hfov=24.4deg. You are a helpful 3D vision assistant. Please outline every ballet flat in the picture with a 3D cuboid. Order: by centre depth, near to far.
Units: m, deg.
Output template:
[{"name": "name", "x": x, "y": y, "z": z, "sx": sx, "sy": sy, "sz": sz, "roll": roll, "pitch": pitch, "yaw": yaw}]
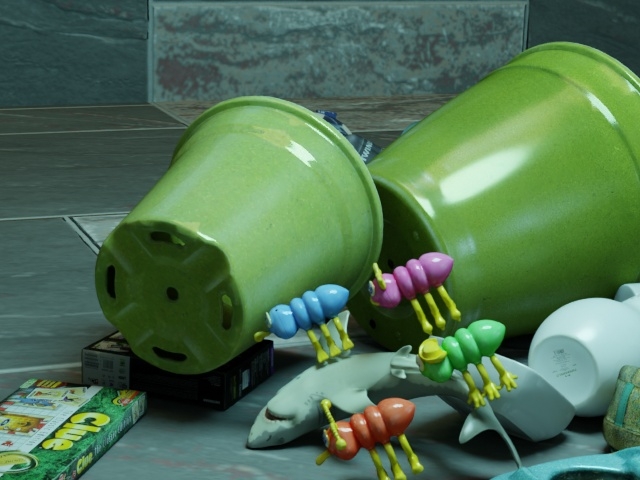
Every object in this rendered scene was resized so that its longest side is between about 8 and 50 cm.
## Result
[{"name": "ballet flat", "x": 0.428, "y": 0.146, "z": 1.571, "sx": 0.349, "sy": 0.123, "sz": 0.123, "roll": -11, "pitch": 19, "yaw": -41}]

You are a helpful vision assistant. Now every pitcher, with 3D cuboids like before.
[{"name": "pitcher", "x": 0.296, "y": 0.129, "z": 1.647, "sx": 0.178, "sy": 0.125, "sz": 0.207, "roll": -27, "pitch": -6, "yaw": 37}]

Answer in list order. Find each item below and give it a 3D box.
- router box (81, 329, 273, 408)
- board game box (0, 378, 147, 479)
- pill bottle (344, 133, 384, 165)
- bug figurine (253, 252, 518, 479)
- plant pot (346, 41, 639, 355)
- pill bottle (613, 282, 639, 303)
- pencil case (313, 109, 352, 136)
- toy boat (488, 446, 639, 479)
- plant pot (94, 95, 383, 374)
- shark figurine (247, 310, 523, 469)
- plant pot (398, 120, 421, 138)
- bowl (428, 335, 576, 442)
[{"name": "router box", "x": -0.158, "y": 0.137, "z": 1.668, "sx": 0.179, "sy": 0.046, "sz": 0.133, "roll": 8, "pitch": 15, "yaw": 21}, {"name": "board game box", "x": -0.279, "y": 0.196, "z": 1.461, "sx": 0.136, "sy": 0.030, "sz": 0.259, "roll": 7, "pitch": 15, "yaw": 12}, {"name": "pill bottle", "x": 0.073, "y": -0.069, "z": 2.153, "sx": 0.246, "sy": 0.130, "sz": 0.130, "roll": 28, "pitch": 13, "yaw": -5}, {"name": "bug figurine", "x": 0.059, "y": 0.102, "z": 1.440, "sx": 0.216, "sy": 0.072, "sz": 0.279, "roll": -27, "pitch": 38, "yaw": -3}, {"name": "plant pot", "x": 0.206, "y": -0.026, "z": 1.835, "sx": 0.353, "sy": 0.366, "sz": 0.366, "roll": -22, "pitch": 26, "yaw": -34}, {"name": "pill bottle", "x": 0.456, "y": 0.091, "z": 1.792, "sx": 0.187, "sy": 0.112, "sz": 0.112, "roll": -1, "pitch": 15, "yaw": -12}, {"name": "pencil case", "x": 0.015, "y": -0.106, "z": 2.412, "sx": 0.184, "sy": 0.159, "sz": 0.410, "roll": -14, "pitch": 16, "yaw": -5}, {"name": "toy boat", "x": 0.272, "y": 0.235, "z": 1.132, "sx": 0.268, "sy": 0.148, "sz": 0.318, "roll": -4, "pitch": 15, "yaw": -22}, {"name": "plant pot", "x": -0.106, "y": 0.013, "z": 1.621, "sx": 0.276, "sy": 0.276, "sz": 0.254, "roll": 8, "pitch": 27, "yaw": 23}, {"name": "shark figurine", "x": 0.083, "y": 0.166, "z": 1.499, "sx": 0.278, "sy": 0.116, "sz": 0.166, "roll": 0, "pitch": 46, "yaw": 25}, {"name": "plant pot", "x": 0.260, "y": -0.112, "z": 2.303, "sx": 0.255, "sy": 0.271, "sz": 0.272, "roll": -4, "pitch": 7, "yaw": 41}, {"name": "bowl", "x": 0.180, "y": 0.159, "z": 1.523, "sx": 0.142, "sy": 0.053, "sz": 0.142, "roll": 15, "pitch": -17, "yaw": 38}]
